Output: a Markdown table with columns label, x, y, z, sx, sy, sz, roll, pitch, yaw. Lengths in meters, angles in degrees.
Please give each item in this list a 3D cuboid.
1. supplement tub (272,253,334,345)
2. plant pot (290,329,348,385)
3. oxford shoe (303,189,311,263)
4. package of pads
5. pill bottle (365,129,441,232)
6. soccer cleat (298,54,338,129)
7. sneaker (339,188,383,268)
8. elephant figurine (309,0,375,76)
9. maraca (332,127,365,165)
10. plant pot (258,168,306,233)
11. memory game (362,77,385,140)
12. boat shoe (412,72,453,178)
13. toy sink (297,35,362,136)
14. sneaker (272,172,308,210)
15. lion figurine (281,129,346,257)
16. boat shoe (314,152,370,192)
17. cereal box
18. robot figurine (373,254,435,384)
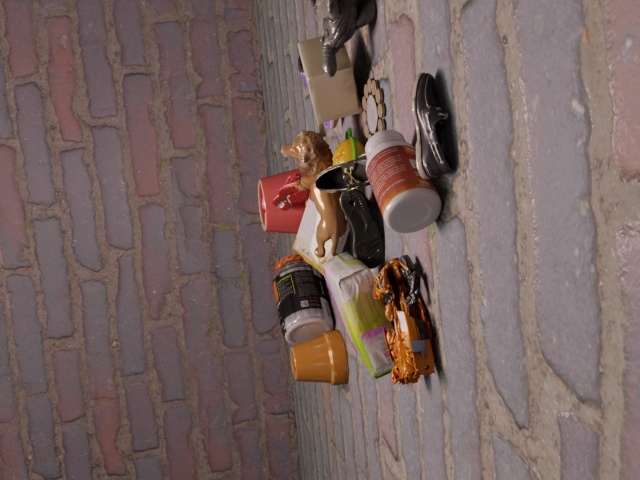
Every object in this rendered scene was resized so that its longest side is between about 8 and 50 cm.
| label | x | y | z | sx | sy | sz | roll | pitch | yaw |
| --- | --- | --- | --- | --- | --- | --- | --- | --- | --- |
| supplement tub | -0.077 | 0.234 | 2.556 | 0.207 | 0.207 | 0.337 | 97 | 163 | -50 |
| plant pot | -0.011 | 0.449 | 2.389 | 0.205 | 0.188 | 0.205 | 174 | 90 | -79 |
| oxford shoe | 0.033 | -0.079 | 2.143 | 0.133 | 0.130 | 0.363 | 21 | 115 | 42 |
| package of pads | 0.109 | 0.194 | 1.680 | 0.229 | 0.101 | 0.296 | -140 | 28 | -76 |
| pill bottle | 0.164 | -0.130 | 1.331 | 0.121 | 0.121 | 0.216 | 96 | 163 | -48 |
| soccer cleat | -0.004 | -0.492 | 2.040 | 0.116 | 0.109 | 0.318 | 91 | 165 | -51 |
| sneaker | 0.118 | -0.039 | 1.744 | 0.130 | 0.087 | 0.227 | -51 | -60 | -74 |
| elephant figurine | 0.054 | -0.564 | 1.578 | 0.186 | 0.170 | 0.239 | 63 | -166 | -56 |
| maraca | 0.082 | -0.230 | 1.759 | 0.185 | 0.099 | 0.127 | -98 | 15 | -47 |
| plant pot | -0.099 | -0.143 | 2.357 | 0.275 | 0.244 | 0.274 | 174 | 90 | -79 |
| memory game | 0.137 | -0.325 | 1.643 | 0.186 | 0.012 | 0.186 | 173 | 90 | -80 |
| boat shoe | 0.220 | -0.221 | 1.212 | 0.065 | 0.075 | 0.205 | -5 | 85 | 36 |
| toy sink | 0.033 | -0.424 | 1.753 | 0.234 | 0.131 | 0.152 | 74 | -177 | -55 |
| sneaker | -0.087 | -0.191 | 2.141 | 0.221 | 0.087 | 0.128 | -23 | 40 | 58 |
| lion figurine | 0.012 | -0.118 | 1.834 | 0.391 | 0.142 | 0.240 | 66 | 168 | 3 |
| boat shoe | 0.079 | -0.166 | 1.634 | 0.228 | 0.069 | 0.081 | -11 | 108 | 48 |
| cereal box | 0.008 | -0.027 | 2.056 | 0.173 | 0.047 | 0.240 | 41 | 127 | 31 |
| robot figurine | 0.189 | 0.178 | 1.475 | 0.211 | 0.085 | 0.290 | 112 | 149 | -66 |
